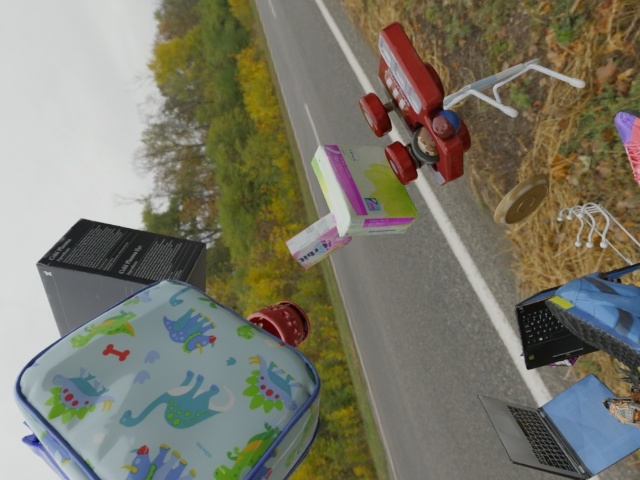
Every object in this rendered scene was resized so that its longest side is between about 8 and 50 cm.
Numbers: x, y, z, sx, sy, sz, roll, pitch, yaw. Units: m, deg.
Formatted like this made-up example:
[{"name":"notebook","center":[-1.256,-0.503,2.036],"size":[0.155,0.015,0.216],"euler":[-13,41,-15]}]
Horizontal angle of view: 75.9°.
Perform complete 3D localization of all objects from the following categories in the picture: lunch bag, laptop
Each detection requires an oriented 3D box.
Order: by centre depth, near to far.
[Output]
[{"name":"lunch bag","center":[-0.124,0.137,0.344],"size":[0.219,0.176,0.090],"euler":[24,132,26]},{"name":"laptop","center":[0.547,0.162,0.844],"size":[0.136,0.235,0.264],"euler":[-94,-13,-73]},{"name":"laptop","center":[0.861,0.638,1.507],"size":[0.382,0.408,0.236],"euler":[-69,-7,-77]}]

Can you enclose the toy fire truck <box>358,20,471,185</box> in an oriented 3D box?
[{"name":"toy fire truck","center":[0.201,-0.256,0.840],"size":[0.302,0.170,0.254],"euler":[62,-174,4]}]

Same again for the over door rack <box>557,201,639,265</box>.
[{"name":"over door rack","center":[0.953,0.006,1.343],"size":[0.324,0.108,0.239],"euler":[38,-170,11]}]

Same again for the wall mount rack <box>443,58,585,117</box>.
[{"name":"wall mount rack","center":[0.499,-0.395,1.122],"size":[0.130,0.350,0.304],"euler":[66,171,-6]}]

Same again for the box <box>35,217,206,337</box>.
[{"name":"box","center":[-0.465,0.153,1.027],"size":[0.178,0.313,0.343],"euler":[-82,5,-52]}]

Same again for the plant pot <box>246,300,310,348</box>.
[{"name":"plant pot","center":[-0.143,0.308,1.427],"size":[0.174,0.191,0.191],"euler":[-28,-68,-52]}]

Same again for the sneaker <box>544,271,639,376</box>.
[{"name":"sneaker","center":[0.304,0.081,0.377],"size":[0.069,0.082,0.209],"euler":[50,-174,-16]}]

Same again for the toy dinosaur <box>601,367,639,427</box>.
[{"name":"toy dinosaur","center":[0.886,0.448,1.055],"size":[0.164,0.322,0.218],"euler":[-62,0,1]}]

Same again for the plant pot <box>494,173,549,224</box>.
[{"name":"plant pot","center":[0.744,-0.139,1.500],"size":[0.236,0.237,0.032],"euler":[85,159,-52]}]

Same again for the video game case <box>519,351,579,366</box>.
[{"name":"video game case","center":[0.862,0.359,1.473],"size":[0.041,0.232,0.210],"euler":[53,158,1]}]

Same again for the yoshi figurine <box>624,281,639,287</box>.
[{"name":"yoshi figurine","center":[0.971,0.281,1.106],"size":[0.362,0.204,0.203],"euler":[38,143,21]}]

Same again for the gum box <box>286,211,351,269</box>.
[{"name":"gum box","center":[0.000,0.000,1.304],"size":[0.107,0.188,0.062],"euler":[51,-173,-51]}]

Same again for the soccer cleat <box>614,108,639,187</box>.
[{"name":"soccer cleat","center":[0.860,-0.203,1.064],"size":[0.318,0.116,0.108],"euler":[42,-164,-9]}]

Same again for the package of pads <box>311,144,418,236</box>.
[{"name":"package of pads","center":[0.127,-0.151,1.180],"size":[0.101,0.229,0.296],"euler":[116,142,-49]}]
